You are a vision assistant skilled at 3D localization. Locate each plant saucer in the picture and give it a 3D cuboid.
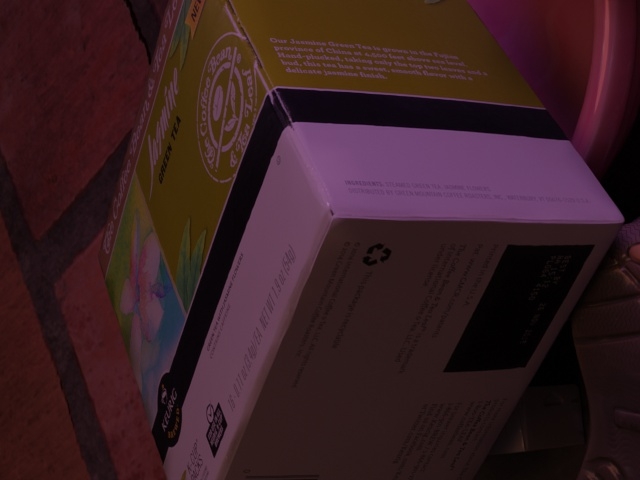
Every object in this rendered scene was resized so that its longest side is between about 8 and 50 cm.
[{"bbox_3d":[0.143,-0.149,1.028,0.332,0.084,0.332,-3,86,59],"label":"plant saucer"}]

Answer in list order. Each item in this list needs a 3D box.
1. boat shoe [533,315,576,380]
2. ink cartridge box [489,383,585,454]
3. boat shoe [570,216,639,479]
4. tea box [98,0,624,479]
[{"bbox_3d":[0.173,0.076,1.039,0.223,0.080,0.073,-21,79,46],"label":"boat shoe"},{"bbox_3d":[0.140,0.148,1.054,0.122,0.088,0.052,-15,78,42],"label":"ink cartridge box"},{"bbox_3d":[0.259,0.145,0.920,0.132,0.130,0.355,14,116,35],"label":"boat shoe"},{"bbox_3d":[0.000,0.000,0.961,0.323,0.220,0.329,64,143,43],"label":"tea box"}]
